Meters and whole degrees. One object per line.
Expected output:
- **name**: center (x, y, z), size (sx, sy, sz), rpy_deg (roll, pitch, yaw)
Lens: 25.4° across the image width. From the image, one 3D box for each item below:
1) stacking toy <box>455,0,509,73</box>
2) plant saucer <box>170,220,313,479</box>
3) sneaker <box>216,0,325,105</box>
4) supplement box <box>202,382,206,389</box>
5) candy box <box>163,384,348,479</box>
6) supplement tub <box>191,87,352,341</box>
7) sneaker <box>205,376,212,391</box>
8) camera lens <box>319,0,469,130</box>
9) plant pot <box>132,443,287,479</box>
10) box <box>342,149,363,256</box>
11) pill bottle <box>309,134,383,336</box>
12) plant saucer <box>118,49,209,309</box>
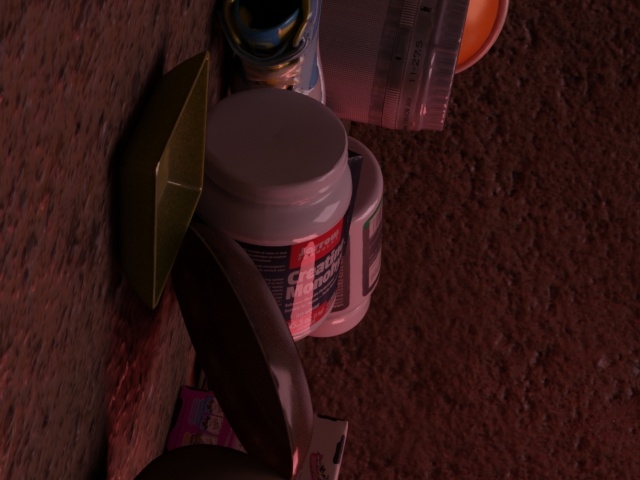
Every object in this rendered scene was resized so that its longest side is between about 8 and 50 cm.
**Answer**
- **stacking toy**: center (0.091, -0.383, 2.394), size (0.480, 0.351, 0.350), rpy_deg (-43, 148, -55)
- **plant saucer**: center (-0.082, 0.115, 1.531), size (0.310, 0.050, 0.310), rpy_deg (56, -21, 35)
- **sneaker**: center (-0.062, -0.209, 1.683), size (0.208, 0.127, 0.319), rpy_deg (-73, 164, -67)
- **supplement box**: center (-0.122, 0.174, 2.217), size (0.233, 0.080, 0.078), rpy_deg (-76, 175, -46)
- **candy box**: center (-0.091, 0.300, 1.910), size (0.071, 0.233, 0.159), rpy_deg (89, 14, -69)
- **supplement tub**: center (-0.064, -0.023, 1.672), size (0.272, 0.191, 0.191), rpy_deg (97, 6, -46)
- **sneaker**: center (-0.117, 0.100, 2.101), size (0.131, 0.112, 0.319), rpy_deg (-39, -146, 56)
- **camera lens**: center (0.058, -0.277, 1.999), size (0.219, 0.274, 0.219), rpy_deg (12, 90, -86)
- **plant pot**: center (-0.161, 0.368, 1.407), size (0.274, 0.256, 0.256), rpy_deg (-26, 130, -63)
- **box**: center (-0.037, -0.066, 2.001), size (0.093, 0.156, 0.158), rpy_deg (-17, 124, -49)
- **pill bottle**: center (0.000, 0.000, 2.344), size (0.361, 0.204, 0.204), rpy_deg (89, 13, -56)
- **plant saucer**: center (-0.155, -0.062, 1.369), size (0.188, 0.045, 0.188), rpy_deg (-74, 174, -46)
